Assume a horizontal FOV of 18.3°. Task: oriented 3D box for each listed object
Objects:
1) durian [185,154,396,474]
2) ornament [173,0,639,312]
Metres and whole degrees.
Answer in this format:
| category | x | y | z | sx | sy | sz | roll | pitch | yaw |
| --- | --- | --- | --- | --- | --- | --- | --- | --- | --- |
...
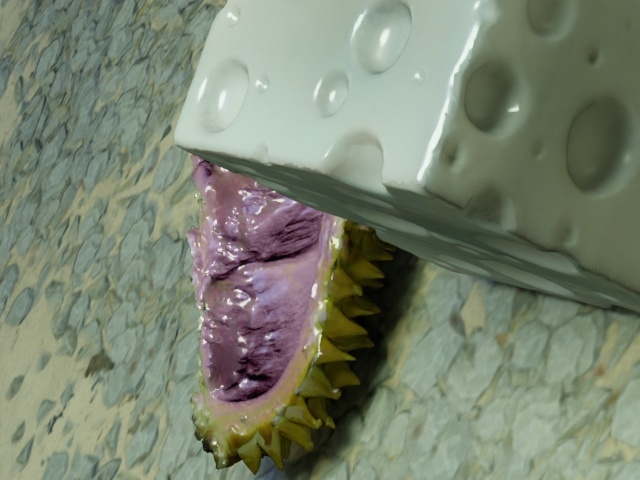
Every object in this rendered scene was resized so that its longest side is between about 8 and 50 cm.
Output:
| category | x | y | z | sx | sy | sz | roll | pitch | yaw |
| --- | --- | --- | --- | --- | --- | --- | --- | --- | --- |
| durian | -0.001 | 0.001 | 1.398 | 0.191 | 0.112 | 0.341 | -25 | 52 | 35 |
| ornament | 0.106 | -0.111 | 1.128 | 0.240 | 0.239 | 0.240 | 13 | 82 | 54 |
